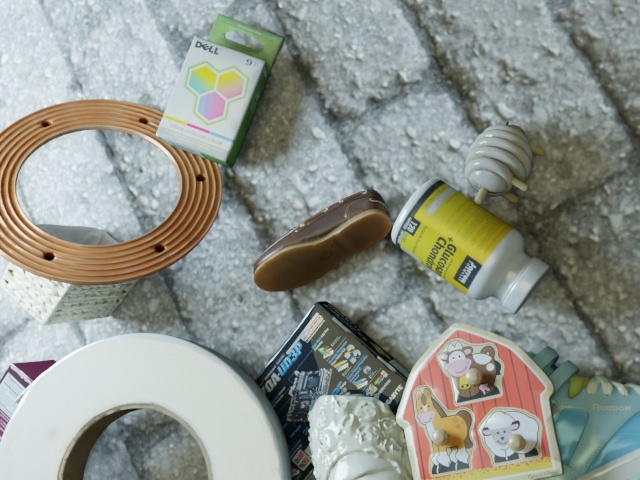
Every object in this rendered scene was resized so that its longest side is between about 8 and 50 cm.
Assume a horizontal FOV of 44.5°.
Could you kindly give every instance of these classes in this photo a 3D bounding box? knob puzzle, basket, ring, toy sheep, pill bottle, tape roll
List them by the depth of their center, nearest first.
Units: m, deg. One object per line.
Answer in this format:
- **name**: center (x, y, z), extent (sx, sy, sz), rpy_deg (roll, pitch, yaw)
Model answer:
- **knob puzzle**: center (0.172, 0.186, 0.903), extent (0.213, 0.030, 0.213), rpy_deg (-12, 66, 27)
- **pill bottle**: center (0.189, 0.010, 0.987), extent (0.184, 0.103, 0.103), rpy_deg (36, 96, 18)
- **toy sheep**: center (0.227, -0.097, 0.993), extent (0.091, 0.091, 0.132), rpy_deg (20, 57, 18)
- **tape roll**: center (-0.232, 0.314, 1.015), extent (0.392, 0.072, 0.391), rpy_deg (-2, 79, 8)
- **ring**: center (-0.307, -0.072, 1.090), extent (0.337, 0.032, 0.336), rpy_deg (7, 51, -8)
- **basket**: center (-0.354, 0.050, 1.123), extent (0.113, 0.167, 0.103), rpy_deg (37, 102, 17)

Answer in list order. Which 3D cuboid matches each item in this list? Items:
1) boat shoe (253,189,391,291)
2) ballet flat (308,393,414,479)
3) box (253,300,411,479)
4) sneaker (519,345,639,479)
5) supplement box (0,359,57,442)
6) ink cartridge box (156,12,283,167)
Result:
- **boat shoe**: center (0.000, 0.000, 1.071), extent (0.207, 0.073, 0.073), rpy_deg (-26, 40, 10)
- **ballet flat**: center (0.094, 0.371, 0.925), extent (0.147, 0.147, 0.408), rpy_deg (-26, 82, 13)
- **box**: center (-0.001, 0.220, 1.052), extent (0.175, 0.051, 0.220), rpy_deg (39, 97, 17)
- **sneaker**: center (0.334, 0.182, 0.919), extent (0.319, 0.127, 0.208), rpy_deg (-30, 65, 0)
- **supplement box**: center (-0.448, 0.276, 1.158), extent (0.081, 0.104, 0.188), rpy_deg (35, 95, 17)
- **ink cartridge box**: center (-0.141, -0.221, 1.115), extent (0.109, 0.062, 0.209), rpy_deg (21, 87, 4)
